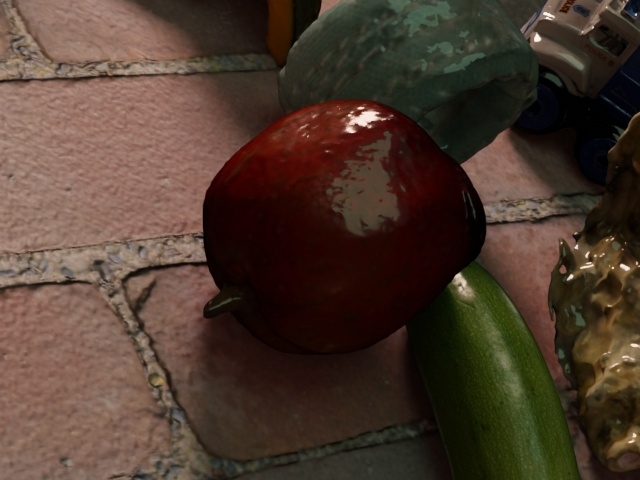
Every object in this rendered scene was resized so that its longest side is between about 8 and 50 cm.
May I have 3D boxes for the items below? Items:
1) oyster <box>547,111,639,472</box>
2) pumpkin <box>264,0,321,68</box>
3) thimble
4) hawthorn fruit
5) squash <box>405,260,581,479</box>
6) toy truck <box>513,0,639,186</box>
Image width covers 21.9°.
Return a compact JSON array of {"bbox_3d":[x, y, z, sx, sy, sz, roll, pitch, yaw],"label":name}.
[{"bbox_3d":[0.327,0.052,1.496,0.238,0.115,0.351,28,74,-10],"label":"oyster"},{"bbox_3d":[-0.055,-0.312,1.621,0.130,0.149,0.254,-28,70,-37],"label":"pumpkin"},{"bbox_3d":[0.079,-0.144,1.521,0.235,0.198,0.143,-26,69,-15],"label":"thimble"},{"bbox_3d":[0.000,0.000,1.334,0.215,0.215,0.250,45,63,9],"label":"hawthorn fruit"},{"bbox_3d":[0.150,0.161,1.351,0.107,0.107,0.395,9,47,-27],"label":"squash"},{"bbox_3d":[0.309,-0.176,1.712,0.213,0.177,0.161,36,43,-1],"label":"toy truck"}]
